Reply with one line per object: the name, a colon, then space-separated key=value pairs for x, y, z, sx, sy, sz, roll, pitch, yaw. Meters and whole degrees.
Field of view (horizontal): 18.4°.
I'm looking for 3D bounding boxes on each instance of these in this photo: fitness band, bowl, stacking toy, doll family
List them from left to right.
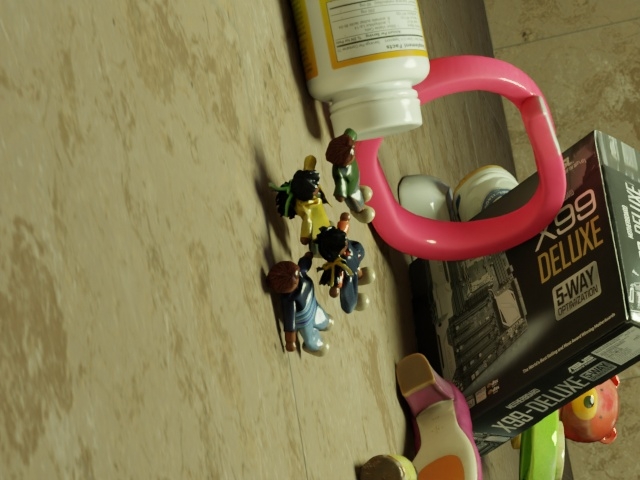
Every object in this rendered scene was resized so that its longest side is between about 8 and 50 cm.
doll family: x=0.000 y=0.000 z=1.559 sx=0.111 sy=0.076 sz=0.193 roll=70 pitch=16 yaw=-60
bowl: x=0.137 y=-0.012 z=2.356 sx=0.142 sy=0.053 sz=0.142 roll=-49 pitch=125 yaw=-78
fitness band: x=0.138 y=-0.079 z=2.000 sx=0.291 sy=0.209 sz=0.054 roll=65 pitch=14 yaw=-53
stacking toy: x=0.298 y=0.302 z=2.381 sx=0.279 sy=0.130 sz=0.309 roll=-91 pitch=-175 yaw=-86

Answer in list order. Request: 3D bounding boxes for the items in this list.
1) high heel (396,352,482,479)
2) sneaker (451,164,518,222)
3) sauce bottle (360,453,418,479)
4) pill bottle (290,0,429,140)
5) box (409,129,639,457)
high heel: x=0.130 y=0.232 z=1.977 sx=0.117 sy=0.082 sz=0.244 roll=55 pitch=11 yaw=-41
sneaker: x=0.253 y=0.053 z=2.331 sx=0.296 sy=0.112 sz=0.131 roll=54 pitch=-1 yaw=-27
sauce bottle: x=0.065 y=0.210 z=1.755 sx=0.128 sy=0.042 sz=0.042 roll=21 pitch=58 yaw=-75
pill bottle: x=0.034 y=-0.205 z=1.838 sx=0.117 sy=0.117 sz=0.215 roll=10 pitch=70 yaw=-79
box: x=0.229 y=0.063 z=2.114 sx=0.076 sy=0.307 sz=0.242 roll=22 pitch=48 yaw=-33
